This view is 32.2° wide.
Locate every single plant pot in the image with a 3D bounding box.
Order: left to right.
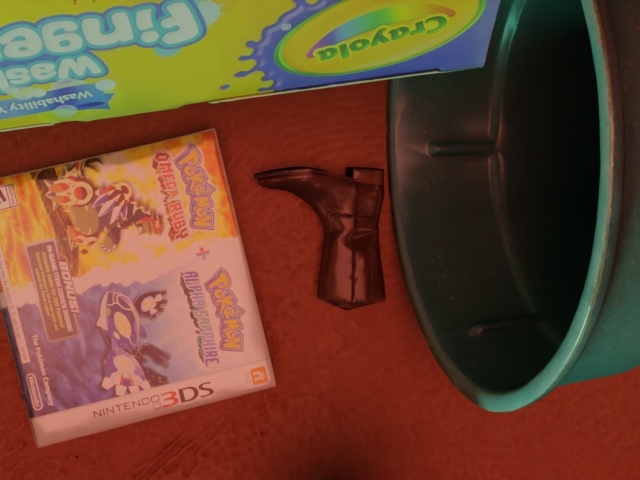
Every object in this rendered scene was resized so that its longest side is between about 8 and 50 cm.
[{"bbox_3d":[0.257,-0.067,0.759,0.334,0.341,0.341,-2,93,-15],"label":"plant pot"}]

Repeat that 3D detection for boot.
[{"bbox_3d":[0.000,0.000,0.862,0.106,0.037,0.114,1,97,-5],"label":"boot"}]

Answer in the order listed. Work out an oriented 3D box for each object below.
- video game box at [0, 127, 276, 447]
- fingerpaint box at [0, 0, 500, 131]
[{"bbox_3d":[-0.146,0.035,0.838,0.187,0.048,0.205,-14,95,-9],"label":"video game box"},{"bbox_3d":[-0.144,-0.265,0.679,0.444,0.163,0.371,-8,60,-6],"label":"fingerpaint box"}]
